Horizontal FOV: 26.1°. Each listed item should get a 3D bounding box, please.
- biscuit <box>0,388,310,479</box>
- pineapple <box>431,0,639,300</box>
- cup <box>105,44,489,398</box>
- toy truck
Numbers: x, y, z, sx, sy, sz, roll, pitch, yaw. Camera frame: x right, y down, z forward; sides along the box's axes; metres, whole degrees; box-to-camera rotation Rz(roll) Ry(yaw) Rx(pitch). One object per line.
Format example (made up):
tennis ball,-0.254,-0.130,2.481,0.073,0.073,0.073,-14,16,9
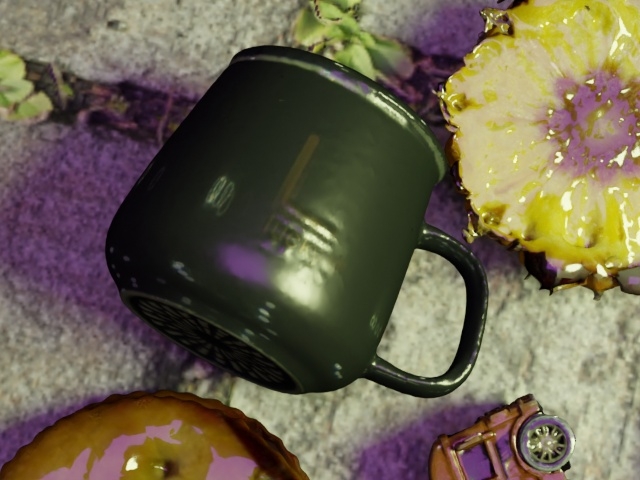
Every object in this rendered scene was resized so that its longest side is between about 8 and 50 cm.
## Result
biscuit,-0.100,0.195,0.812,0.220,0.066,0.221,0,77,-2
pineapple,0.170,-0.063,0.867,0.224,0.076,0.225,0,81,0
cup,0.000,0.000,0.811,0.223,0.169,0.177,27,71,-1
toy truck,0.125,0.191,0.809,0.092,0.083,0.192,-19,80,0
